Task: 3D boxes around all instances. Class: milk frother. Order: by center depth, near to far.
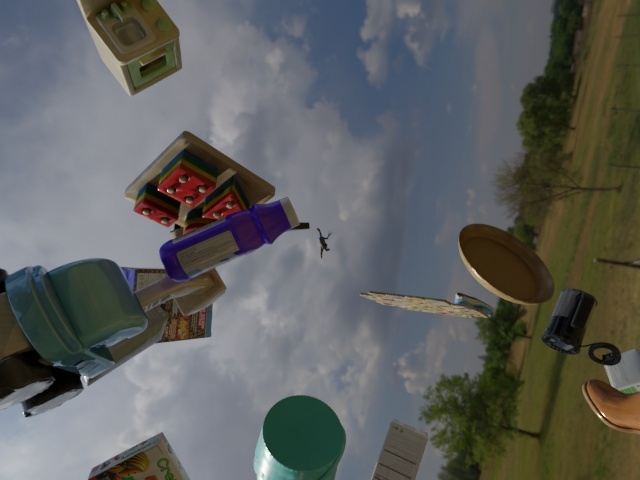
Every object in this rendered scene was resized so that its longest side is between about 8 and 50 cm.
[{"bbox_3d":[0.616,0.200,1.043,0.134,0.143,0.129,-56,0,-20],"label":"milk frother"}]

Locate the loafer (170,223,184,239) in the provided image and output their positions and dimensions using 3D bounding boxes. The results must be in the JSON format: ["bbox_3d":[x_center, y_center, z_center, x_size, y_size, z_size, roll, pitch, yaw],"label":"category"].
[{"bbox_3d":[-0.385,-0.010,1.233,0.050,0.056,0.147,13,-107,-41],"label":"loafer"}]

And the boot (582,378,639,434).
[{"bbox_3d":[0.525,0.249,0.709,0.073,0.197,0.152,-10,-59,-25],"label":"boot"}]

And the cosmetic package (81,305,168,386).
[{"bbox_3d":[-0.535,0.260,1.197,0.238,0.107,0.127,-29,-23,-49],"label":"cosmetic package"}]

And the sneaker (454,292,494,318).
[{"bbox_3d":[0.517,0.232,1.540,0.073,0.162,0.063,-68,18,6],"label":"sneaker"}]

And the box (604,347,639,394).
[{"bbox_3d":[0.773,0.343,1.106,0.101,0.087,0.102,44,-147,-16],"label":"box"}]

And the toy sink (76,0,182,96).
[{"bbox_3d":[-0.409,-0.451,1.003,0.153,0.131,0.234,-37,0,-18],"label":"toy sink"}]

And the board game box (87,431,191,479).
[{"bbox_3d":[-0.433,0.677,1.176,0.305,0.193,0.053,66,171,-13],"label":"board game box"}]

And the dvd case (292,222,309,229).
[{"bbox_3d":[-0.178,-0.027,1.282,0.180,0.253,0.022,-6,-90,-70],"label":"dvd case"}]

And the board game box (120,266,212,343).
[{"bbox_3d":[-0.509,0.204,1.474,0.291,0.141,0.231,7,-94,-49],"label":"board game box"}]

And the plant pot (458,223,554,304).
[{"bbox_3d":[0.409,0.055,1.012,0.236,0.236,0.032,-48,-13,-49],"label":"plant pot"}]

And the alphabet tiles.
[{"bbox_3d":[0.305,0.193,1.344,0.285,0.343,0.011,27,-110,-53],"label":"alphabet tiles"}]

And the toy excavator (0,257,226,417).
[{"bbox_3d":[-0.414,0.143,0.931,0.445,0.222,0.433,-28,-15,-18],"label":"toy excavator"}]

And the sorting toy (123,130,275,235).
[{"bbox_3d":[-0.284,-0.089,1.054,0.255,0.257,0.089,31,-139,-37],"label":"sorting toy"}]

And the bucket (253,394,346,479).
[{"bbox_3d":[-0.063,0.621,1.359,0.281,0.281,0.183,-48,-24,-50],"label":"bucket"}]

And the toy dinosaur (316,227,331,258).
[{"bbox_3d":[0.000,0.000,1.536,0.047,0.082,0.090,16,-59,-45],"label":"toy dinosaur"}]

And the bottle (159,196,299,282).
[{"bbox_3d":[-0.184,-0.006,0.940,0.118,0.283,0.092,169,77,-86],"label":"bottle"}]

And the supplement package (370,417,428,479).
[{"bbox_3d":[0.210,0.586,1.201,0.105,0.105,0.179,51,-120,-70],"label":"supplement package"}]
